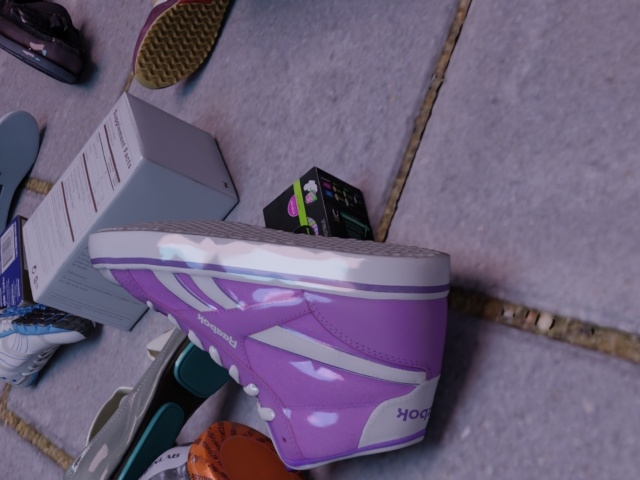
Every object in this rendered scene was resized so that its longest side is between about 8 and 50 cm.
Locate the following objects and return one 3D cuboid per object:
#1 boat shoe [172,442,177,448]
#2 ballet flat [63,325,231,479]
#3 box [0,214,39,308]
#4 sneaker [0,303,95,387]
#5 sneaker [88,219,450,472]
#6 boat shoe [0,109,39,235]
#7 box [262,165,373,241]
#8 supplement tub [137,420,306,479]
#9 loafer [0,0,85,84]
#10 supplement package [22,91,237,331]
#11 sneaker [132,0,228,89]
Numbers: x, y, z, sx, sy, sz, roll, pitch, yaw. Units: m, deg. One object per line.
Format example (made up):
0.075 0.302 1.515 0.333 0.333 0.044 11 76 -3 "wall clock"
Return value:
-0.138 0.186 0.836 0.045 0.050 0.135 -52 39 8 "boat shoe"
-0.121 0.111 0.798 0.068 0.072 0.213 22 69 34 "ballet flat"
-0.392 0.091 1.201 0.225 0.036 0.136 -42 43 25 "box"
-0.295 0.108 1.066 0.190 0.071 0.083 -8 103 36 "sneaker"
-0.052 0.071 0.704 0.282 0.102 0.161 9 100 35 "sneaker"
-0.412 -0.077 1.293 0.083 0.065 0.183 12 81 51 "boat shoe"
0.000 0.000 0.773 0.062 0.052 0.083 -38 46 30 "box"
-0.097 0.220 0.715 0.190 0.117 0.117 -50 40 19 "supplement tub"
-0.362 -0.274 1.315 0.095 0.109 0.302 -59 35 1 "loafer"
-0.177 -0.023 0.953 0.179 0.105 0.105 -48 41 21 "supplement package"
-0.139 -0.237 1.065 0.186 0.069 0.084 -60 29 -3 "sneaker"
